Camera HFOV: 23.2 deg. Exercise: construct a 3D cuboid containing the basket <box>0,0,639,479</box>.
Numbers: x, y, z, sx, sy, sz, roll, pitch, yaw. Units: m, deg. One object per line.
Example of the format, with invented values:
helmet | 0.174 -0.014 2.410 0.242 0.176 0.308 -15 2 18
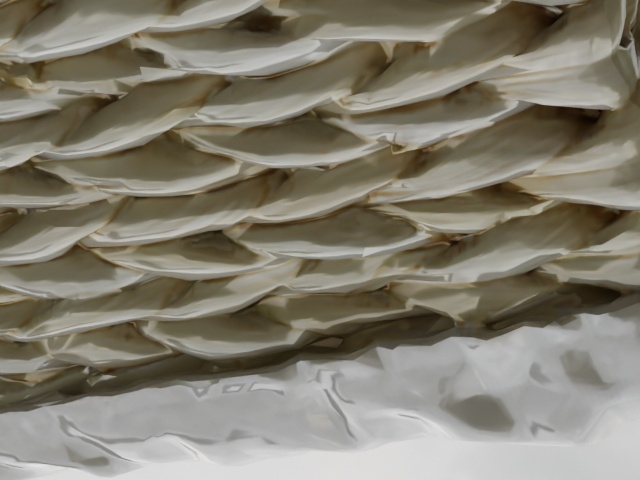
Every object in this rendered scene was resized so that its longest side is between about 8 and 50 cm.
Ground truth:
basket | -0.065 -0.136 0.442 0.331 0.266 0.328 -8 -138 19
